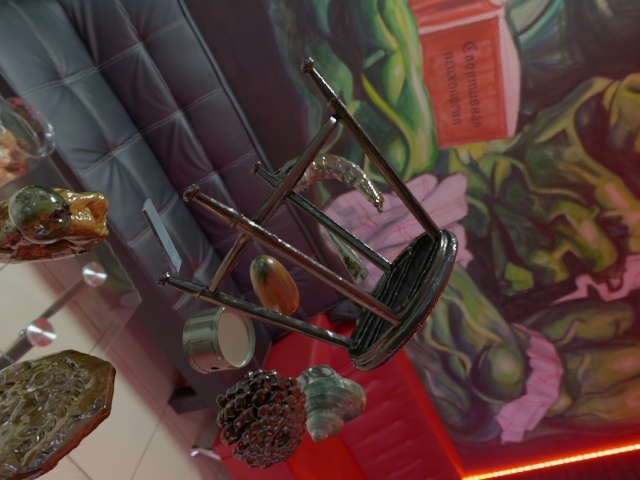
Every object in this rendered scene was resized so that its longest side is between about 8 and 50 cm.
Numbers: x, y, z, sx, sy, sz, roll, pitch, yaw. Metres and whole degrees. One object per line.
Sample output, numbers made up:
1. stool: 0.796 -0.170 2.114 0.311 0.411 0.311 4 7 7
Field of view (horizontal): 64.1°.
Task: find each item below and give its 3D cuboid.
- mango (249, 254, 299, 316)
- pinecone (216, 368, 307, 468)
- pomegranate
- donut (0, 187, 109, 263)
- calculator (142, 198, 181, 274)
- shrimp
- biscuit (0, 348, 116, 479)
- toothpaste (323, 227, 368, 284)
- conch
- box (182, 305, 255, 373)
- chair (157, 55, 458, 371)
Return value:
1. mango: -0.144 0.135 1.558 0.151 0.120 0.221 -108 173 -69
2. pinecone: -0.116 0.349 1.035 0.179 0.184 0.204 64 -7 -22
3. pomegranate: -0.573 -0.040 1.015 0.122 0.161 0.122 54 -5 6
4. donut: -0.796 -0.043 1.485 0.360 0.360 0.170 11 62 -70
5. calculator: -0.338 -0.007 1.092 0.057 0.018 0.172 -105 180 -56
6. shrimp: 0.031 -0.157 1.324 0.185 0.286 0.068 -73 -178 -45
7. biscuit: -0.570 0.330 0.978 0.359 0.358 0.046 -78 162 -60
8. toothpaste: 0.068 0.023 1.584 0.037 0.067 0.255 -5 51 -42
9. conch: 0.018 0.445 1.426 0.277 0.220 0.196 -77 167 -57
10. box: -0.354 0.346 1.803 0.226 0.149 0.226 41 42 -51
11. chair: 0.000 0.000 0.934 0.410 0.362 0.365 35 57 -5
